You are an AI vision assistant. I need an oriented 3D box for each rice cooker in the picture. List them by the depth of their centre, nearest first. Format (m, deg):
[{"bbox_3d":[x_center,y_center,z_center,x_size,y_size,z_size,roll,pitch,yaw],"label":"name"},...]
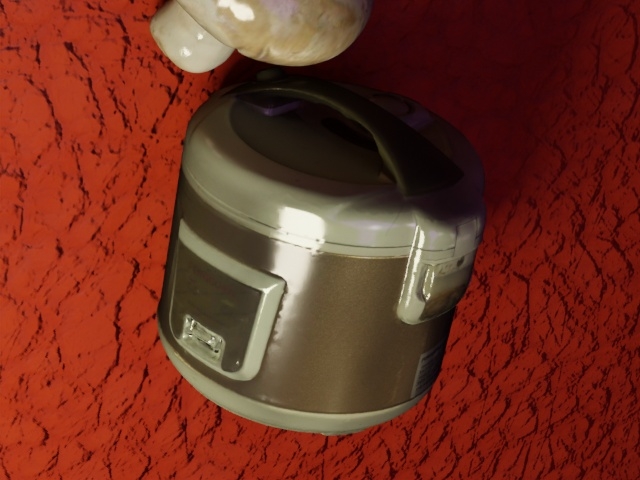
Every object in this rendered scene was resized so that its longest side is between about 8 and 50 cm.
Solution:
[{"bbox_3d":[0.000,0.000,1.918,0.335,0.335,0.325,-6,123,-31],"label":"rice cooker"}]

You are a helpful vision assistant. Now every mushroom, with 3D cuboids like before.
[{"bbox_3d":[-0.076,-0.250,1.798,0.243,0.243,0.243,-17,126,-25],"label":"mushroom"}]
